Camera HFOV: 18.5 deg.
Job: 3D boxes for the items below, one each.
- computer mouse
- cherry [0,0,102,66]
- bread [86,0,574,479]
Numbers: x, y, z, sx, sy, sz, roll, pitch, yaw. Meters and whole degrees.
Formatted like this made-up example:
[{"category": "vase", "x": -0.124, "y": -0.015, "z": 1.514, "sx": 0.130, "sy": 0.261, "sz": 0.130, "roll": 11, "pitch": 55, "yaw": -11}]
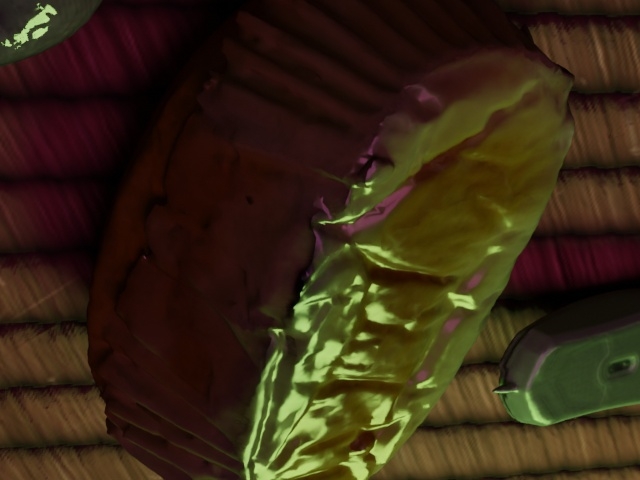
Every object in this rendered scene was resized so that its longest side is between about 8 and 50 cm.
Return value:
[{"category": "computer mouse", "x": 0.197, "y": 0.083, "z": 1.422, "sx": 0.181, "sy": 0.056, "sz": 0.089, "roll": -13, "pitch": 117, "yaw": -20}, {"category": "cherry", "x": -0.185, "y": -0.184, "z": 0.951, "sx": 0.266, "sy": 0.213, "sz": 0.183, "roll": 3, "pitch": 128, "yaw": -4}, {"category": "bread", "x": -0.009, "y": -0.002, "z": 1.222, "sx": 0.236, "sy": 0.183, "sz": 0.388, "roll": 4, "pitch": 125, "yaw": -42}]
